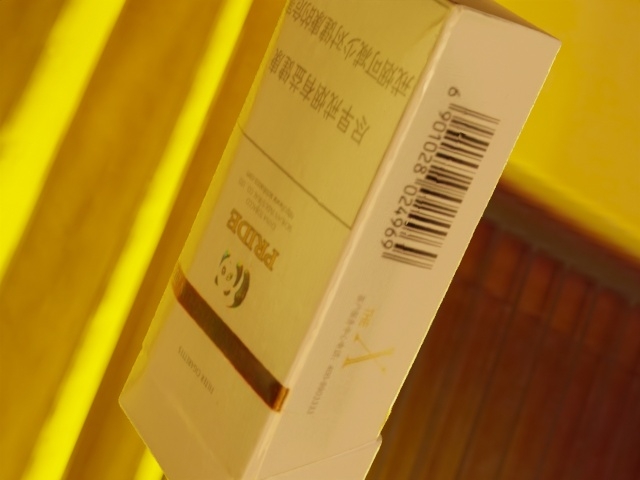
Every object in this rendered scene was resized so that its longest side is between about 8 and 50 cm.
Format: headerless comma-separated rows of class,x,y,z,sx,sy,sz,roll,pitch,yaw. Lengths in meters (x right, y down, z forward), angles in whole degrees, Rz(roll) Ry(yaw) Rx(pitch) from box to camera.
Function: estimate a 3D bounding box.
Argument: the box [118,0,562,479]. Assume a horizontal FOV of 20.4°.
box,0.000,0.000,0.474,0.040,0.154,0.084,14,17,-33
